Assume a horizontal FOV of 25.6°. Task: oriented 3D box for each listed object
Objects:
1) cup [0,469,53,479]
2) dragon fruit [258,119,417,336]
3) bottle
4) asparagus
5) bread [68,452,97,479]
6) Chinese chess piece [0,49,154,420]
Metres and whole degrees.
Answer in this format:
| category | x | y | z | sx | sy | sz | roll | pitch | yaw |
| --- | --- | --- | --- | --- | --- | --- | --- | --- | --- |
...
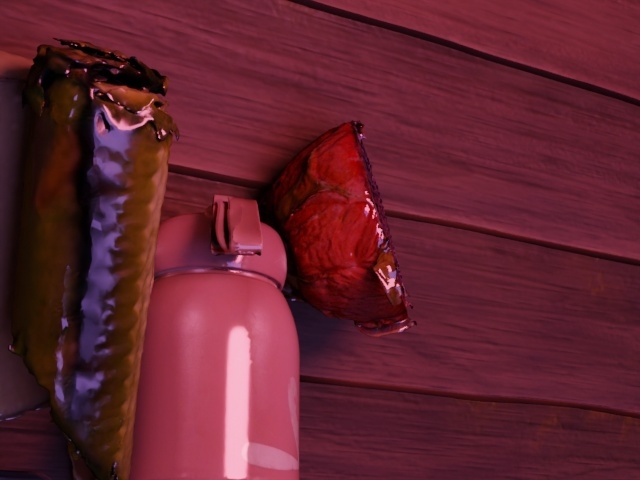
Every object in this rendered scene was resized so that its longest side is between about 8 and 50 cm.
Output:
| category | x | y | z | sx | sy | sz | roll | pitch | yaw |
| --- | --- | --- | --- | --- | --- | --- | --- | --- | --- |
| cup | -0.406 | 0.313 | 1.203 | 0.371 | 0.253 | 0.253 | 0 | 104 | -35 |
| dragon fruit | 0.000 | -0.002 | 1.441 | 0.148 | 0.218 | 0.224 | -15 | 70 | 4 |
| bottle | -0.097 | 0.117 | 1.323 | 0.173 | 0.206 | 0.297 | 6 | 70 | -12 |
| asparagus | -0.197 | 0.027 | 1.177 | 0.128 | 0.108 | 0.382 | 0 | 104 | -31 |
| bread | -0.166 | 0.212 | 1.434 | 0.173 | 0.085 | 0.134 | -6 | 106 | -33 |
| Chinese chess piece | -0.311 | -0.002 | 1.245 | 0.338 | 0.140 | 0.338 | -9 | 107 | -30 |
